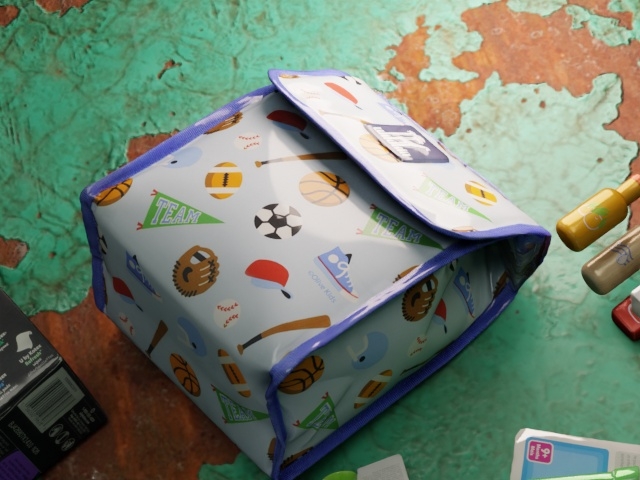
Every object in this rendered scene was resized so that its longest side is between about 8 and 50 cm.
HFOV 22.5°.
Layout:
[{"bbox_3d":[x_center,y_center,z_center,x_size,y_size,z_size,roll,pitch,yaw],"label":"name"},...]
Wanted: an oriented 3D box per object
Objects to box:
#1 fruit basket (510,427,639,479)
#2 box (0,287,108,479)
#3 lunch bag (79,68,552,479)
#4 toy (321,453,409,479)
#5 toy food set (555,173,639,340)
[{"bbox_3d":[0.333,0.336,1.444,0.353,0.165,0.327,6,62,11],"label":"fruit basket"},{"bbox_3d":[-0.376,0.118,1.706,0.143,0.165,0.270,-41,61,-12],"label":"box"},{"bbox_3d":[0.000,0.000,1.670,0.385,0.239,0.328,-31,57,-26],"label":"lunch bag"},{"bbox_3d":[0.047,0.335,1.562,0.137,0.056,0.237,-19,54,4],"label":"toy"},{"bbox_3d":[0.354,0.046,1.634,0.104,0.111,0.232,-36,57,-10],"label":"toy food set"}]
